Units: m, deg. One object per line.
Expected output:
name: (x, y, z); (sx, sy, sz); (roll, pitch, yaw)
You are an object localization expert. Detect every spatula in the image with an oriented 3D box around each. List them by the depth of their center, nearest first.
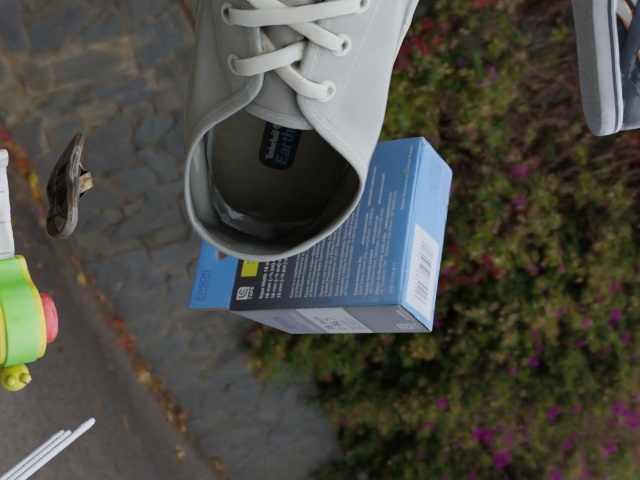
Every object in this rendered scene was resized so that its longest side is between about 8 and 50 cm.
spatula: (-0.338, 0.266, 1.078); (0.019, 0.242, 0.168); (55, -33, -3)

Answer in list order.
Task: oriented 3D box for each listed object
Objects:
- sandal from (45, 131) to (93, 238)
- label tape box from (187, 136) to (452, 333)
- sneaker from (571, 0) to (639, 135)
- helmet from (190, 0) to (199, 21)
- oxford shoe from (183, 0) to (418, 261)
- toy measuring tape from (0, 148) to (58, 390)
sandal: (-0.402, -0.084, 1.723); (0.060, 0.090, 0.219); (26, 35, -33)
label tape box: (0.000, 0.000, 1.457); (0.106, 0.334, 0.240); (39, 55, -51)
sneaker: (0.374, -0.293, 1.275); (0.126, 0.128, 0.321); (-96, 175, -68)
helmet: (-0.122, -0.381, 1.632); (0.162, 0.169, 0.169); (29, 32, -43)
oxford shoe: (-0.010, -0.163, 0.673); (0.130, 0.169, 0.449); (-75, 177, -53)
toy measuring tape: (-0.409, 0.050, 1.387); (0.121, 0.122, 0.330); (-116, -153, -72)
